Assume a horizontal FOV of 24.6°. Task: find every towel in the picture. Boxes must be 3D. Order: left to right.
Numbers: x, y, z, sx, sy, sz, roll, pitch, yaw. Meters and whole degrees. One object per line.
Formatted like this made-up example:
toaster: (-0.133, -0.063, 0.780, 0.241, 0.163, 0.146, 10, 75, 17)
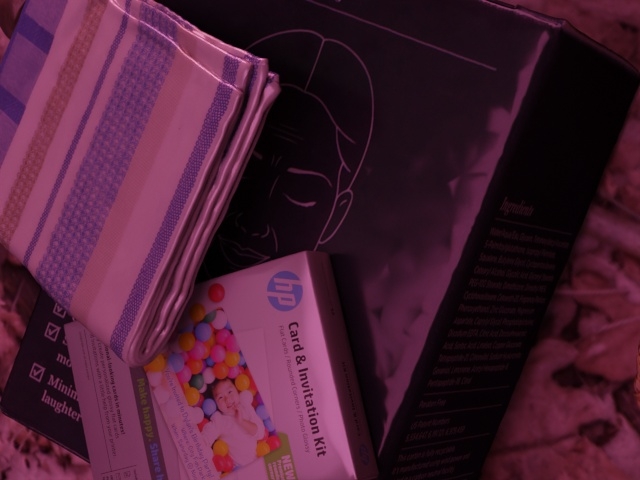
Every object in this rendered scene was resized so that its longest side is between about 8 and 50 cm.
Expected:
towel: (-0.146, -0.066, 0.976, 0.285, 0.034, 0.209, 35, 105, 46)

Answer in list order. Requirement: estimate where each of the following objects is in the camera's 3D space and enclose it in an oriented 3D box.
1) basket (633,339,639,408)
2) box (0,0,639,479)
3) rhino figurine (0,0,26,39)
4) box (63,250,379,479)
basket: (0.341, 0.109, 0.893, 0.299, 0.223, 0.213, 30, 109, 22)
box: (0.000, 0.000, 1.047, 0.293, 0.212, 0.395, 25, 98, 25)
rhino figurine: (-0.176, -0.176, 1.237, 0.243, 0.073, 0.106, 30, 105, 22)
box: (-0.067, 0.100, 0.935, 0.186, 0.038, 0.145, -16, 80, 23)
